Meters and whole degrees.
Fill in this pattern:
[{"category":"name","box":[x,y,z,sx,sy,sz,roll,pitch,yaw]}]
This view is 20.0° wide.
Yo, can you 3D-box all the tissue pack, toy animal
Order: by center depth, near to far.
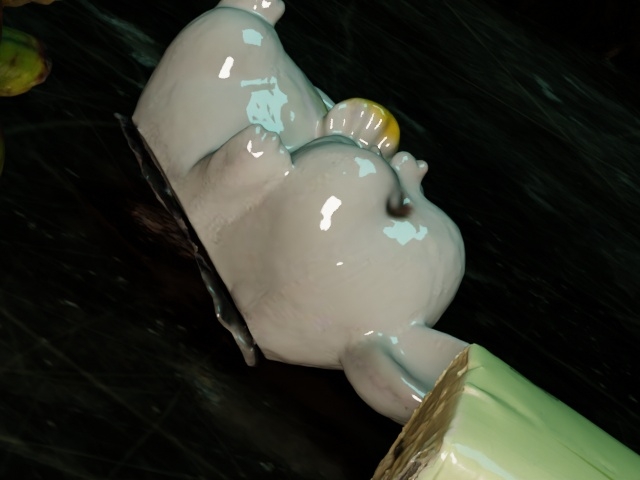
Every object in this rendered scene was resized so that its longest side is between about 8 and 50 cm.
[{"category":"tissue pack","box":[0.129,0.174,0.887,0.234,0.125,0.159,34,16,0]},{"category":"toy animal","box":[-0.003,-0.005,1.108,0.325,0.154,0.208,59,-1,9]}]

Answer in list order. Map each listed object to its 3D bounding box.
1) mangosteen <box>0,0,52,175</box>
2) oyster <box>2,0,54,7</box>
[{"category":"mangosteen","box":[-0.217,-0.072,0.772,0.231,0.194,0.194,-7,36,-25]},{"category":"oyster","box":[-0.281,-0.147,0.888,0.396,0.204,0.111,-7,44,0]}]
